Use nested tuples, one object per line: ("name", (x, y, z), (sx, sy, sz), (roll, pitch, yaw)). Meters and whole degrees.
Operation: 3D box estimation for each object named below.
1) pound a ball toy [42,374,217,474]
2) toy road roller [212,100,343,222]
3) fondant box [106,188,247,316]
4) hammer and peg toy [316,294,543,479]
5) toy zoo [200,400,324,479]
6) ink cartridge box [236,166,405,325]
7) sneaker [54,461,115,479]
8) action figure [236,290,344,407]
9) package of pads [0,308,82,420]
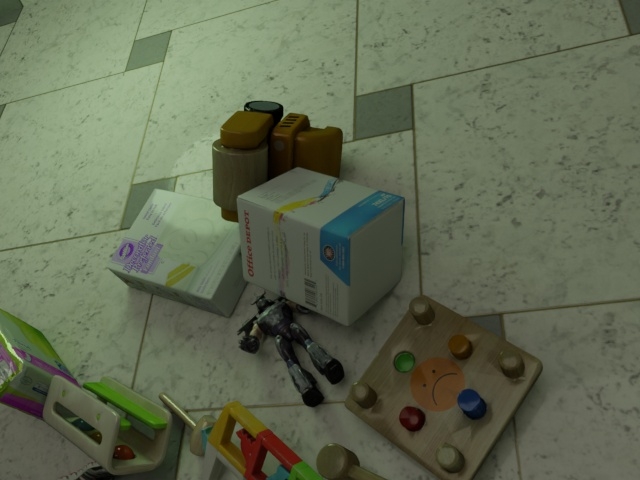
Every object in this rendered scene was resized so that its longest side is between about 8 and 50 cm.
("pound a ball toy", (-0.386, 0.376, 1.237), (0.319, 0.208, 0.135), (11, 88, 42))
("toy road roller", (-0.084, -0.180, 1.379), (0.241, 0.202, 0.329), (9, 28, 9))
("fondant box", (-0.308, 0.020, 1.455), (0.330, 0.096, 0.238), (12, 64, 30))
("hammer and peg toy", (0.179, 0.296, 1.049), (0.266, 0.127, 0.361), (29, 76, 34))
("toy zoo", (-0.119, 0.420, 1.089), (0.293, 0.030, 0.192), (31, 111, 35))
("ink cartridge box", (0.000, 0.000, 1.229), (0.270, 0.198, 0.197), (21, 36, 32))
("sneaker", (-0.467, 0.497, 1.236), (0.170, 0.063, 0.074), (-26, 55, 9))
("action figure", (-0.064, 0.190, 1.241), (0.185, 0.099, 0.285), (-43, 49, -1))
("package of pads", (-0.672, 0.268, 1.366), (0.296, 0.229, 0.101), (34, 76, 36))
